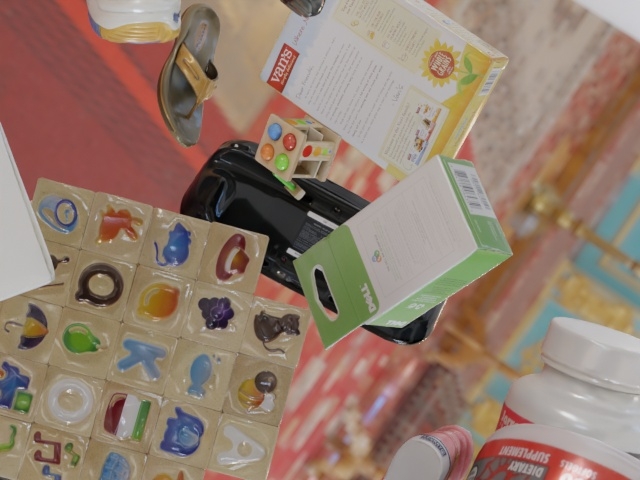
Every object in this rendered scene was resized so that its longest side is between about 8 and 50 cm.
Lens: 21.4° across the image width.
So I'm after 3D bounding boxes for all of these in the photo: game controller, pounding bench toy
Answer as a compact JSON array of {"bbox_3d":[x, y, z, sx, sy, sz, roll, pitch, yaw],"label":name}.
[{"bbox_3d":[0.000,0.000,1.921,0.166,0.319,0.067,-61,179,-38],"label":"game controller"},{"bbox_3d":[-0.030,-0.080,1.716,0.065,0.052,0.083,-3,121,-48],"label":"pounding bench toy"}]

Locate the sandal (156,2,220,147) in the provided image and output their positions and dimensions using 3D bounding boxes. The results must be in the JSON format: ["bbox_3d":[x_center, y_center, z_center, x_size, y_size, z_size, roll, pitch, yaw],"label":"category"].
[{"bbox_3d":[-0.140,-0.193,1.927,0.072,0.049,0.180,37,57,-44],"label":"sandal"}]

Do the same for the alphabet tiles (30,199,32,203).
[{"bbox_3d":[-0.332,0.069,1.669,0.278,0.284,0.021,-24,171,-22],"label":"alphabet tiles"}]

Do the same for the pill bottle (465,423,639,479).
[{"bbox_3d":[0.164,0.355,1.423,0.363,0.210,0.210,-62,171,-22],"label":"pill bottle"}]

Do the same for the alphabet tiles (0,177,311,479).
[{"bbox_3d":[-0.194,0.105,1.606,0.011,0.342,0.285,43,62,-87],"label":"alphabet tiles"}]

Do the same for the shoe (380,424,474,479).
[{"bbox_3d":[0.076,0.243,1.543,0.081,0.063,0.178,-12,138,-59],"label":"shoe"}]

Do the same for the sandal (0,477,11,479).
[{"bbox_3d":[-0.350,0.283,1.994,0.179,0.040,0.067,-34,143,-46],"label":"sandal"}]

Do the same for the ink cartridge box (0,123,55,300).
[{"bbox_3d":[-0.353,0.019,1.163,0.289,0.121,0.211,-21,-172,-22],"label":"ink cartridge box"}]

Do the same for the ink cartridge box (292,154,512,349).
[{"bbox_3d":[0.078,0.016,1.682,0.209,0.109,0.062,-36,153,31],"label":"ink cartridge box"}]

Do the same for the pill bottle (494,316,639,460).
[{"bbox_3d":[0.274,0.256,1.898,0.176,0.176,0.318,-11,118,-73],"label":"pill bottle"}]

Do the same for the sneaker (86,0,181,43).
[{"bbox_3d":[-0.197,-0.300,1.666,0.112,0.296,0.131,-7,119,-22],"label":"sneaker"}]

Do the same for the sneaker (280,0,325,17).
[{"bbox_3d":[-0.001,-0.242,1.320,0.106,0.101,0.267,-48,-167,-5],"label":"sneaker"}]

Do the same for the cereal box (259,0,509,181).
[{"bbox_3d":[0.064,-0.186,1.831,0.047,0.240,0.173,-14,138,-58],"label":"cereal box"}]
